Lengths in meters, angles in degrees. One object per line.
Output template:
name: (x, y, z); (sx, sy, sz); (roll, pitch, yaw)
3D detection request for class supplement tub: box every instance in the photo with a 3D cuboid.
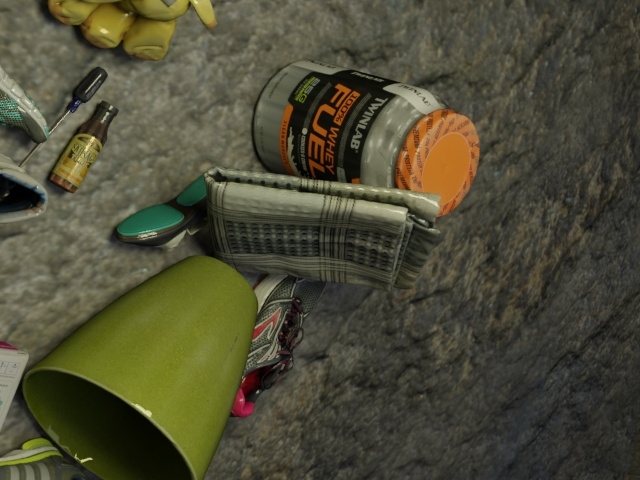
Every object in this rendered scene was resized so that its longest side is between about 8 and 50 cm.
supplement tub: (0.067, -0.149, 1.552); (0.194, 0.316, 0.193); (-22, 122, -40)

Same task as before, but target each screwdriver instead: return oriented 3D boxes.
screwdriver: (-0.333, -0.156, 1.350); (0.170, 0.024, 0.025); (-53, 167, -6)

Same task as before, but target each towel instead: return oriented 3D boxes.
towel: (0.000, 0.000, 1.492); (0.312, 0.324, 0.056); (97, -1, -65)

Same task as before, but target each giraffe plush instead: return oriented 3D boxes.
giraffe plush: (-0.219, -0.348, 1.290); (0.181, 0.210, 0.170); (29, 56, -46)

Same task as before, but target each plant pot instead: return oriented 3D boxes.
plant pot: (-0.214, 0.168, 1.466); (0.293, 0.275, 0.274); (-55, 140, -37)

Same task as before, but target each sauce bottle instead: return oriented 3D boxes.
sauce bottle: (-0.309, -0.124, 1.370); (0.042, 0.042, 0.128); (35, 80, -49)

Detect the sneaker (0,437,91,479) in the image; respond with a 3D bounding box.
sneaker: (-0.393, 0.341, 1.350); (0.300, 0.121, 0.111); (-23, 132, -69)

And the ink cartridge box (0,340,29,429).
ink cartridge box: (-0.509, 0.268, 1.319); (0.186, 0.065, 0.311); (19, 91, -52)

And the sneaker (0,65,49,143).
sneaker: (-0.396, -0.167, 1.255); (0.076, 0.065, 0.166); (-41, 132, -4)

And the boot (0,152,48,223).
boot: (-0.437, -0.079, 1.189); (0.258, 0.123, 0.095); (7, 102, -48)

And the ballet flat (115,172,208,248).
ballet flat: (-0.204, -0.029, 1.507); (0.203, 0.074, 0.074); (-36, 131, -35)

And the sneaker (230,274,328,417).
sneaker: (-0.077, 0.162, 1.698); (0.299, 0.112, 0.121); (-53, 138, -17)
